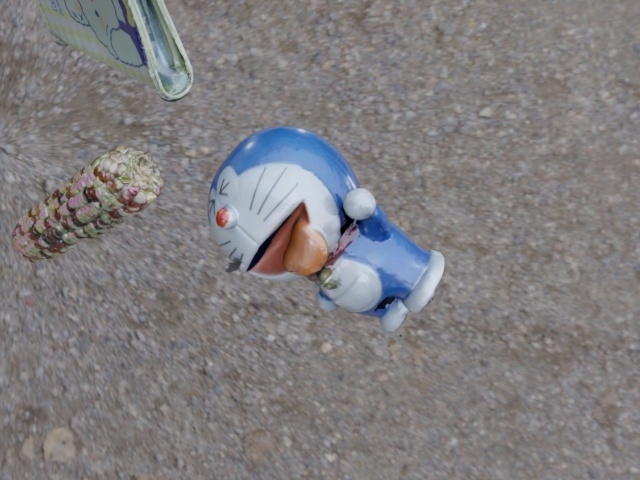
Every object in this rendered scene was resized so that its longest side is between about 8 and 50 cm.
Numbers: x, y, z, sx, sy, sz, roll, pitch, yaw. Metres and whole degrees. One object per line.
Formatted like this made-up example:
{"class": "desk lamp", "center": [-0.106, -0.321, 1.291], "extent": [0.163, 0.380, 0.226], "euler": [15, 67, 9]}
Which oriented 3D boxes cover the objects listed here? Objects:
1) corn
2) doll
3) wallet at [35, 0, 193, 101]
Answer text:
{"class": "corn", "center": [-0.321, -0.044, 1.396], "extent": [0.092, 0.281, 0.092], "euler": [27, 50, -37]}
{"class": "doll", "center": [0.000, 0.000, 1.056], "extent": [0.257, 0.215, 0.161], "euler": [34, 50, -2]}
{"class": "wallet", "center": [-0.271, -0.303, 1.220], "extent": [0.077, 0.309, 0.223], "euler": [-30, 125, -24]}
